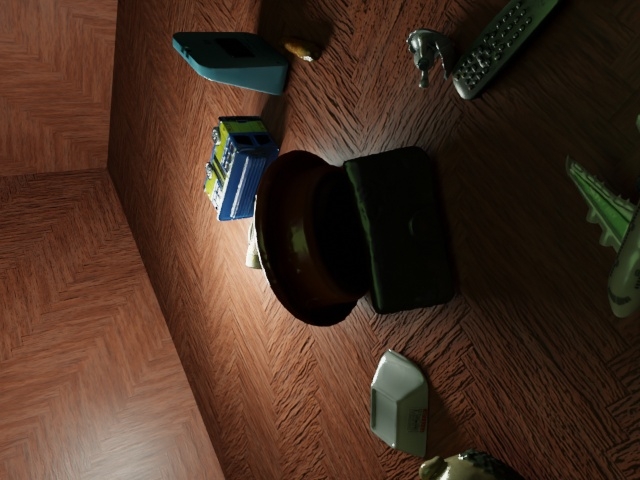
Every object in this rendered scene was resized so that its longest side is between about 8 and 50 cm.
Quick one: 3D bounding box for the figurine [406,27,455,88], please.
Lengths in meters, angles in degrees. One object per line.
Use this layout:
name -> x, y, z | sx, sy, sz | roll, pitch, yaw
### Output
figurine -> 0.189, -0.319, 0.906 | 0.082, 0.094, 0.086 | -5, 62, 22

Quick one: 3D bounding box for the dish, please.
dish -> 0.163, 0.361, 1.172 | 0.154, 0.064, 0.234 | 21, 115, 54

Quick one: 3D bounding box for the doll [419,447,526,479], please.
doll -> 0.297, 0.513, 0.857 | 0.350, 0.247, 0.247 | 34, 127, 39

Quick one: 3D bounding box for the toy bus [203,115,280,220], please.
toy bus -> -0.242, -0.210, 1.553 | 0.175, 0.138, 0.287 | 58, 142, 30

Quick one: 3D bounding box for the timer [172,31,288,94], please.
timer -> -0.236, -0.462, 1.363 | 0.232, 0.250, 0.091 | 51, 137, 37

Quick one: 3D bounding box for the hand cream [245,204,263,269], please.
hand cream -> -0.177, -0.017, 1.577 | 0.084, 0.084, 0.203 | 22, 111, 53

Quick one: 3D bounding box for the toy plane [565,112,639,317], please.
toy plane -> 0.413, -0.017, 0.640 | 0.251, 0.101, 0.255 | 35, 131, 47

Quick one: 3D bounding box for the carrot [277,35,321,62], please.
carrot -> -0.059, -0.471, 1.278 | 0.191, 0.047, 0.047 | 40, 131, 46

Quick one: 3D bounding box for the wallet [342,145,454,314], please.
wallet -> 0.151, -0.019, 1.001 | 0.165, 0.042, 0.309 | -11, 92, 13

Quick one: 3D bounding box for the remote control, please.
remote control -> 0.282, -0.304, 0.806 | 0.222, 0.042, 0.072 | -47, 60, 53

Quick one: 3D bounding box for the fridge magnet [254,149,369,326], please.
fridge magnet -> 0.002, -0.008, 1.062 | 0.155, 0.364, 0.363 | -11, 90, 33
